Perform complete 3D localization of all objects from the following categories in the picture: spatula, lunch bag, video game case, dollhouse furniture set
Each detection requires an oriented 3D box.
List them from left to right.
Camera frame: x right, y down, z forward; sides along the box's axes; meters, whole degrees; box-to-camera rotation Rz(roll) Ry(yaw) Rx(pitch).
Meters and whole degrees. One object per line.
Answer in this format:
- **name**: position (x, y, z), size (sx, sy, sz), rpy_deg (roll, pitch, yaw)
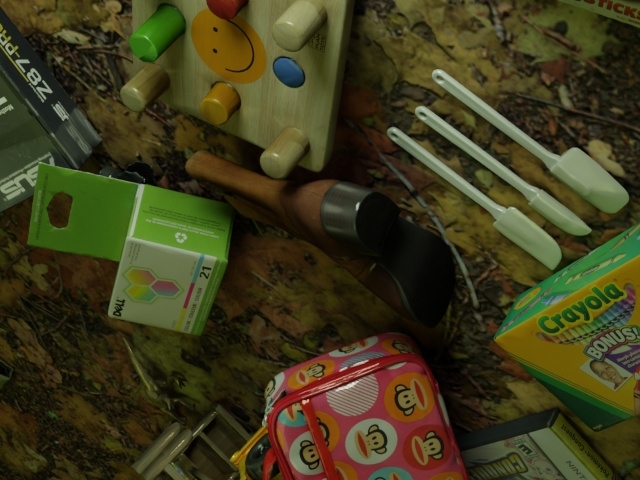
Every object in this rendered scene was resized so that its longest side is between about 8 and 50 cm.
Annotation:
- **dollhouse furniture set**: position (-0.148, 0.343, 1.867), size (0.212, 0.161, 0.242), rpy_deg (48, 166, -13)
- **lunch bag**: position (0.046, 0.282, 1.627), size (0.258, 0.120, 0.293), rpy_deg (-20, 109, -2)
- **spatula**: position (0.194, -0.080, 1.359), size (0.242, 0.019, 0.168), rpy_deg (38, 148, 1)
- **video game case**: position (0.290, 0.345, 1.698), size (0.248, 0.035, 0.275), rpy_deg (47, 141, -12)

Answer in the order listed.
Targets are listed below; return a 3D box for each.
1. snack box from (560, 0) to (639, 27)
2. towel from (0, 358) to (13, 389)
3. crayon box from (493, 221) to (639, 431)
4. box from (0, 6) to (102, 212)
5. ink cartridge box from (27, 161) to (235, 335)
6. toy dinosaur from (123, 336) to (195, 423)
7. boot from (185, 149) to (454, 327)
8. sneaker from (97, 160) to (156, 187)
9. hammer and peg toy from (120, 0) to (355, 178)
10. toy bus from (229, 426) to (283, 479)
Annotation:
- **snack box**: position (0.227, -0.246, 1.154), size (0.178, 0.022, 0.064), rpy_deg (23, 141, 18)
- **towel**: position (-0.734, 0.203, 2.337), size (0.312, 0.056, 0.324), rpy_deg (43, 141, -7)
- **crayon box**: position (0.336, 0.087, 1.361), size (0.165, 0.081, 0.278), rpy_deg (42, 142, -6)
- **box**: position (-0.538, -0.160, 1.689), size (0.395, 0.097, 0.318), rpy_deg (-24, 115, 26)
- **ink cartridge box**: position (-0.257, 0.015, 1.663), size (0.255, 0.097, 0.189), rpy_deg (12, 142, -9)
- **toy dinosaur**: position (-0.256, 0.237, 2.001), size (0.093, 0.053, 0.183), rpy_deg (0, 129, 40)
- **boot**: position (0.000, 0.000, 1.519), size (0.280, 0.096, 0.264), rpy_deg (15, 166, 41)
- **sneaker**: position (-0.253, -0.041, 1.716), size (0.089, 0.051, 0.170), rpy_deg (20, 136, 25)
- **hammer and peg toy**: position (-0.080, -0.243, 1.312), size (0.266, 0.127, 0.361), rpy_deg (26, 141, 14)
- **toy bus**: position (-0.015, 0.285, 1.785), size (0.149, 0.220, 0.211), rpy_deg (46, 175, -17)
